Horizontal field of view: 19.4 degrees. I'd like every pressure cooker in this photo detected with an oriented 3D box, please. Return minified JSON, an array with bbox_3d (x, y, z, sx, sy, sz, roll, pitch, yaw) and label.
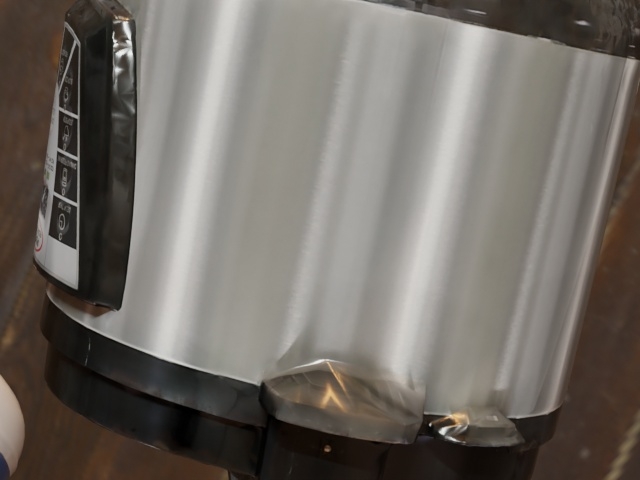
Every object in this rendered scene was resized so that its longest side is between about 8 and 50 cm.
[{"bbox_3d":[0.006,0.001,1.251,0.370,0.375,0.420,-1,106,-54],"label":"pressure cooker"}]

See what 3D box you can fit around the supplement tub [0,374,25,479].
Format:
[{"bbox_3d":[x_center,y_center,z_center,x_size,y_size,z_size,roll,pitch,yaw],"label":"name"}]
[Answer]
[{"bbox_3d":[-0.316,0.175,0.922,0.235,0.235,0.325,35,65,-22],"label":"supplement tub"}]
